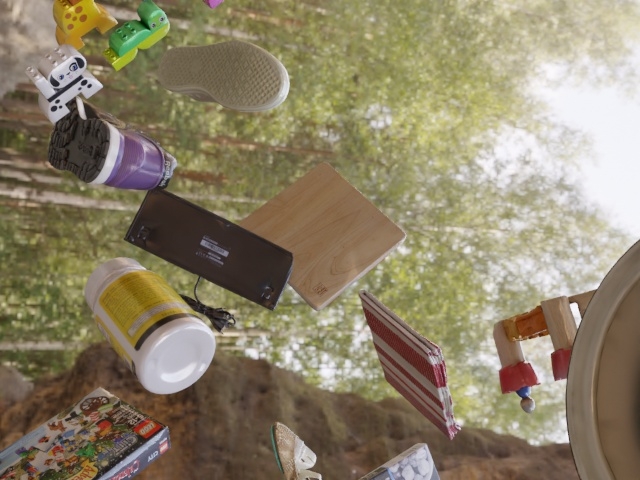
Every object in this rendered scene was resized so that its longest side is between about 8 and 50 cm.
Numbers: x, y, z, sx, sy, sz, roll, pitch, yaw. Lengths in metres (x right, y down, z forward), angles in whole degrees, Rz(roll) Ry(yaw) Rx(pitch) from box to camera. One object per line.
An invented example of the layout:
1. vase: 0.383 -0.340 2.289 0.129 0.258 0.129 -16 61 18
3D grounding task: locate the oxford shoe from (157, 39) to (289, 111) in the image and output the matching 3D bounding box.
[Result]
1. oxford shoe: -0.227 -0.404 1.901 0.449 0.130 0.169 16 -90 41

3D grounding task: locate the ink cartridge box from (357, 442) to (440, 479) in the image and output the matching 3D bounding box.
1. ink cartridge box: 0.204 0.617 1.797 0.045 0.206 0.208 -21 -91 56

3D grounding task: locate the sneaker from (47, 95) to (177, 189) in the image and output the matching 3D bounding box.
1. sneaker: -0.297 -0.126 1.082 0.283 0.124 0.107 36 -74 52

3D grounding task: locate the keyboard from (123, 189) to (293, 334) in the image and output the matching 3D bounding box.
1. keyboard: -0.221 0.051 1.454 0.201 0.317 0.033 -65 -169 -12

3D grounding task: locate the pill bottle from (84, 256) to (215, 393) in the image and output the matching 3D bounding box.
1. pill bottle: -0.252 0.115 1.098 0.208 0.119 0.119 38 -56 41

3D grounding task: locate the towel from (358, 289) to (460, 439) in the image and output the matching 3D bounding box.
1. towel: 0.192 0.265 1.639 0.237 0.037 0.329 38 -23 41

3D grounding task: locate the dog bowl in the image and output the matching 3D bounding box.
1. dog bowl: 0.459 0.167 0.796 0.408 0.150 0.408 -41 -139 48

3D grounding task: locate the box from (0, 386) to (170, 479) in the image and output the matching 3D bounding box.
1. box: -0.354 0.314 1.089 0.159 0.233 0.044 18 -56 33

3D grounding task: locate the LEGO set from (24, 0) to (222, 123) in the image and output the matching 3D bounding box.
1. LEGO set: -0.186 -0.221 0.679 0.087 0.227 0.093 45 -11 25

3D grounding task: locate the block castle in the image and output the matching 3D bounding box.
1. block castle: 0.620 0.214 1.592 0.303 0.453 0.212 130 -50 -67

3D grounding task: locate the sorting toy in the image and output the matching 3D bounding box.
1. sorting toy: 0.000 0.000 1.630 0.255 0.257 0.089 44 -23 20

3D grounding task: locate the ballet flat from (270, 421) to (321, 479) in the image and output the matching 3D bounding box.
1. ballet flat: -0.035 0.402 1.340 0.073 0.067 0.206 -78 158 -63
